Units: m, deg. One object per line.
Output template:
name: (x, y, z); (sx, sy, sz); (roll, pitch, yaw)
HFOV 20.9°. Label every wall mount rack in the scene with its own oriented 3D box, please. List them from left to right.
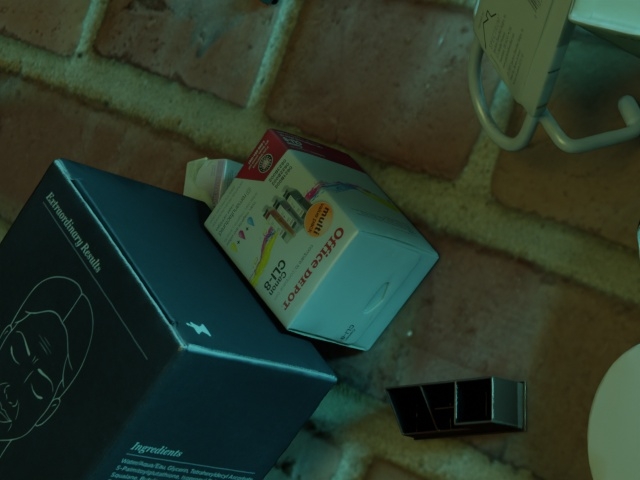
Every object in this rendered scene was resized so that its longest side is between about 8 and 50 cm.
wall mount rack: (0.207, -0.257, 1.535); (0.350, 0.130, 0.304); (103, 146, -53)

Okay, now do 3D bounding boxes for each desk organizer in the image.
desk organizer: (0.123, 0.155, 1.608); (0.130, 0.050, 0.047); (-11, 71, 41)

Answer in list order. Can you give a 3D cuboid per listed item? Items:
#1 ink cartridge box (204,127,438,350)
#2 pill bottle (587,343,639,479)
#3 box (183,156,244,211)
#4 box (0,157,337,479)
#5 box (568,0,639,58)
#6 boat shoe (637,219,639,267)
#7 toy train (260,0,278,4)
ink cartridge box: (0.000, 0.000, 1.712); (0.128, 0.127, 0.176); (-55, 50, 17)
pill bottle: (0.337, 0.147, 1.236); (0.160, 0.283, 0.160); (-13, 74, 53)
box: (-0.121, 0.075, 1.846); (0.063, 0.067, 0.324); (-2, 78, 43)
box: (-0.227, 0.172, 1.726); (0.395, 0.212, 0.293); (-54, 49, 19)
box: (0.343, -0.167, 1.315); (0.148, 0.311, 0.121); (20, 92, 45)
boat shoe: (0.306, 0.099, 1.414); (0.105, 0.113, 0.306); (-27, 58, 42)
toy train: (-0.013, -0.315, 1.884); (0.158, 0.027, 0.036); (-40, 44, 29)
